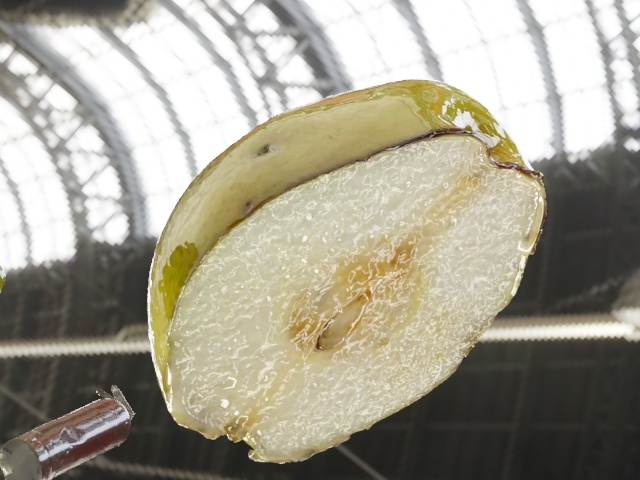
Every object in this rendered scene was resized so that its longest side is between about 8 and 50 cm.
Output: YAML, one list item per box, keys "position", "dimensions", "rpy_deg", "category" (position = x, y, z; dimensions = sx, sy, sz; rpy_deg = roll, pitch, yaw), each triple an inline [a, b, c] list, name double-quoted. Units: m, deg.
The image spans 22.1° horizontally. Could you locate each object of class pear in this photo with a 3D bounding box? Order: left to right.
- position: [0.000, 0.000, 1.480]
  dimensions: [0.386, 0.340, 0.191]
  rpy_deg: [-46, -134, 15]
  category: "pear"

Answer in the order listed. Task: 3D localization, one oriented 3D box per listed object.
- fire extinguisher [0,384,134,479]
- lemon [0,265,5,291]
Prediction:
- position: [-0.333, 0.260, 2.225]
  dimensions: [0.072, 0.089, 0.268]
  rpy_deg: [-56, 163, 25]
  category: "fire extinguisher"
- position: [-0.441, 0.018, 1.501]
  dimensions: [0.245, 0.320, 0.245]
  rpy_deg: [-22, -117, 52]
  category: "lemon"
